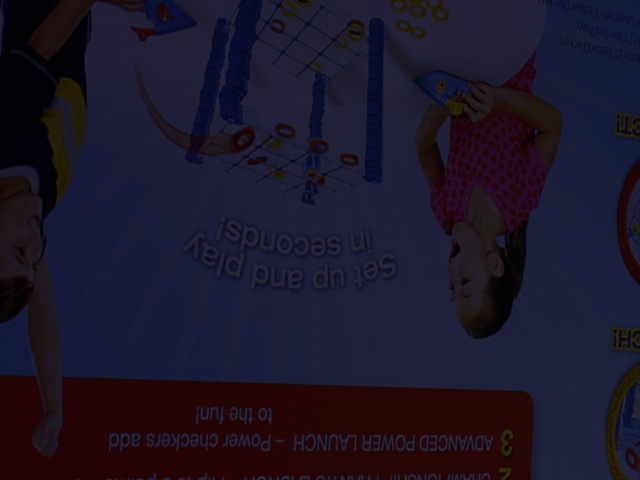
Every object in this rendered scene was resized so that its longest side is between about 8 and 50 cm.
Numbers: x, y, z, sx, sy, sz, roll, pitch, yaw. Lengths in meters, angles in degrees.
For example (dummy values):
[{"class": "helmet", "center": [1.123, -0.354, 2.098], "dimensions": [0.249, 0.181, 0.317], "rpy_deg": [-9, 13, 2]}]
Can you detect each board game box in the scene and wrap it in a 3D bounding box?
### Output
[{"class": "board game box", "center": [0.000, 0.000, 0.548], "dimensions": [0.308, 0.302, 0.086], "rpy_deg": [6, 176, -44]}]
